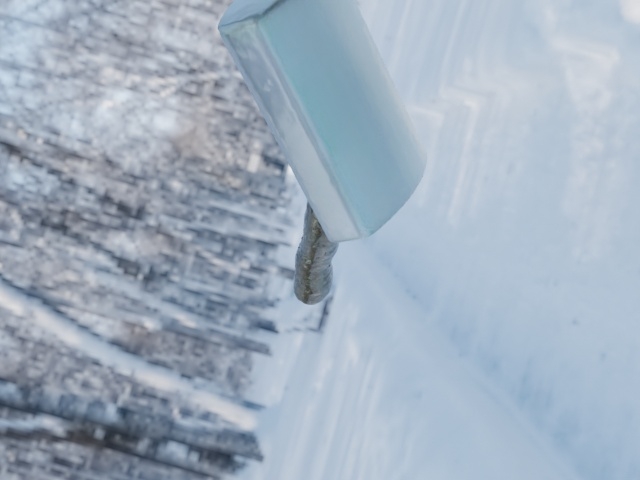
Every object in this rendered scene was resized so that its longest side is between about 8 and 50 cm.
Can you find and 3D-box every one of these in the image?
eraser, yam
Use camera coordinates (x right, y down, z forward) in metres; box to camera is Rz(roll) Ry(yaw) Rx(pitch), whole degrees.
[{"bbox_3d":[0.011,-0.165,1.445,0.290,0.104,0.189,63,-144,-23],"label":"eraser"},{"bbox_3d":[0.000,0.000,1.732,0.253,0.061,0.061,101,-177,-55],"label":"yam"}]
